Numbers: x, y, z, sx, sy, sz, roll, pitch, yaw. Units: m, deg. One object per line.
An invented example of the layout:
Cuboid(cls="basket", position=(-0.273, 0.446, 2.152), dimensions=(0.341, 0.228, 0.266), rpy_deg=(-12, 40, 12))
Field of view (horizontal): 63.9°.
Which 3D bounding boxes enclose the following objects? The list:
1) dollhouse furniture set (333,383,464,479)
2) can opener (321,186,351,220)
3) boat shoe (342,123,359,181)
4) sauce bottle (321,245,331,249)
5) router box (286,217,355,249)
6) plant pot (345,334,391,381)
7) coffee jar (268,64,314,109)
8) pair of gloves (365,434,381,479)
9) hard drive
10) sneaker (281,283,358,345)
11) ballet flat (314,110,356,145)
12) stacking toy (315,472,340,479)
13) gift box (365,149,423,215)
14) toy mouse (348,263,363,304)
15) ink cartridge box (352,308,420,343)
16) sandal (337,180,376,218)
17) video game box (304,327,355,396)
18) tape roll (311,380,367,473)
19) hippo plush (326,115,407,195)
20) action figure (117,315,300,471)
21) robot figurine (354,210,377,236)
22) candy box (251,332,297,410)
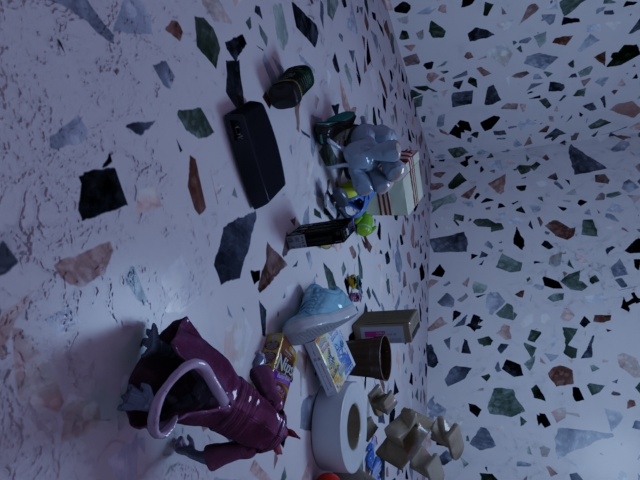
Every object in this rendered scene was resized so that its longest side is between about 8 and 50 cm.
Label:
Cuboid(cls="dollhouse furniture set", position=(0.260, 0.788, 1.824), dimensions=(0.394, 0.362, 0.257), rpy_deg=(-41, 127, -30))
Cuboid(cls="can opener", position=(0.076, -0.101, 1.897), dimensions=(0.280, 0.093, 0.074), rpy_deg=(54, 35, -60))
Cuboid(cls="boat shoe", position=(0.137, -0.357, 2.084), dimensions=(0.303, 0.114, 0.091), rpy_deg=(-90, 162, -46))
Cuboid(cls="sauce bottle", position=(0.000, 0.000, 1.733), dimensions=(0.128, 0.042, 0.042), rpy_deg=(28, 59, -67))
Cuboid(cls="router box", position=(0.003, -0.022, 1.557), dimensions=(0.133, 0.178, 0.046), rpy_deg=(-43, 123, -64))
Cuboid(cls="plant pot", position=(0.162, 0.429, 1.882), dimensions=(0.167, 0.165, 0.167), rpy_deg=(-4, 90, -68))
Cuboid(cls="coffee jar", position=(-0.087, -0.460, 1.541), dimensions=(0.184, 0.096, 0.079), rpy_deg=(-68, 147, -51))
Cuboid(cls="pair of gloves", position=(0.222, 0.920, 2.122), dimensions=(0.159, 0.023, 0.198), rpy_deg=(-43, 125, -63))
Cuboid(cls="hard drive", position=(-0.163, -0.228, 1.351), dimensions=(0.172, 0.054, 0.255), rpy_deg=(-58, 138, -58))
Cuboid(cls="sneaker", position=(-0.025, 0.213, 1.561), dimensions=(0.150, 0.135, 0.366), rpy_deg=(56, 23, 16))
Cuboid(cls="ballet flat", position=(0.053, -0.413, 1.912), dimensions=(0.280, 0.095, 0.096), rpy_deg=(-38, 131, -53))
Cuboid(cls="stacking toy", position=(-0.010, 0.770, 1.442), dimensions=(0.330, 0.141, 0.141), rpy_deg=(-39, 121, -73))
Cuboid(cls="gift box", position=(0.310, -0.281, 2.315), dimensions=(0.276, 0.255, 0.258), rpy_deg=(-53, 136, -52))
Cuboid(cls="toy mouse", position=(0.141, 0.196, 2.063), dimensions=(0.143, 0.031, 0.161), rpy_deg=(54, 38, -53))
Cuboid(cls="ink cartridge box", position=(0.270, 0.348, 2.079), dimensions=(0.193, 0.234, 0.088), rpy_deg=(-25, 108, -67))
Cuboid(cls="sandal", position=(0.157, -0.181, 2.085), dimensions=(0.317, 0.126, 0.138), rpy_deg=(-33, 118, -56))
Cuboid(cls="video game box", position=(0.035, 0.373, 1.677), dimensions=(0.187, 0.048, 0.205), rpy_deg=(64, 24, -5))
Cuboid(cls="tape roll", position=(0.067, 0.609, 1.689), dimensions=(0.286, 0.100, 0.286), rpy_deg=(-5, 90, -68))
Cuboid(cls="hippo plush", position=(0.176, -0.318, 1.917), dimensions=(0.237, 0.294, 0.234), rpy_deg=(-81, 174, -51))
Cuboid(cls="action figure", position=(-0.158, 0.287, 0.933), dimensions=(0.370, 0.275, 0.248), rpy_deg=(39, 62, -25))
Cuboid(cls="robot figurine", position=(0.189, -0.067, 2.196), dimensions=(0.101, 0.067, 0.115), rpy_deg=(34, 49, -29))
Cuboid(cls="candy box", position=(-0.119, 0.348, 1.339), dimensions=(0.187, 0.053, 0.109), rpy_deg=(-76, 151, -42))
